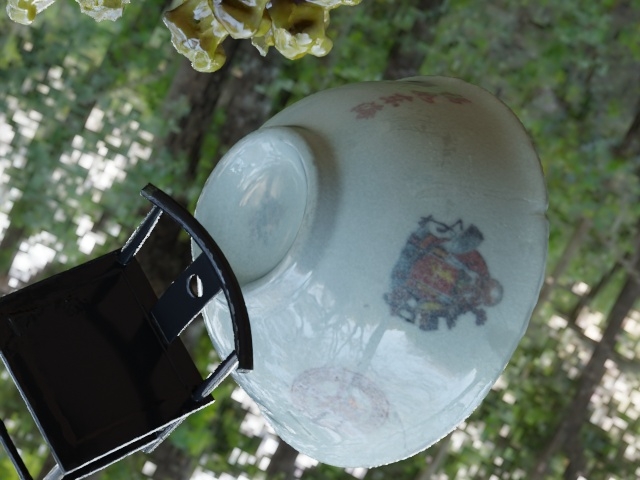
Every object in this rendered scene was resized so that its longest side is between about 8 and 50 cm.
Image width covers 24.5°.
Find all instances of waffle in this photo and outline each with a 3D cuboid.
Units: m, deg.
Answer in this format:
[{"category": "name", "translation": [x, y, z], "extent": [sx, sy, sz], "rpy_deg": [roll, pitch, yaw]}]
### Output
[{"category": "waffle", "translation": [-0.112, -0.274, 1.176], "extent": [0.324, 0.261, 0.151], "rpy_deg": [19, -174, 34]}]

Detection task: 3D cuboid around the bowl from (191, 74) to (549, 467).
[{"category": "bowl", "translation": [0.000, 0.000, 1.486], "extent": [0.196, 0.434, 0.435], "rpy_deg": [23, -169, -42]}]

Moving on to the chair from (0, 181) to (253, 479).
[{"category": "chair", "translation": [-0.168, 0.090, 1.116], "extent": [0.141, 0.260, 0.154], "rpy_deg": [-25, -102, -31]}]
